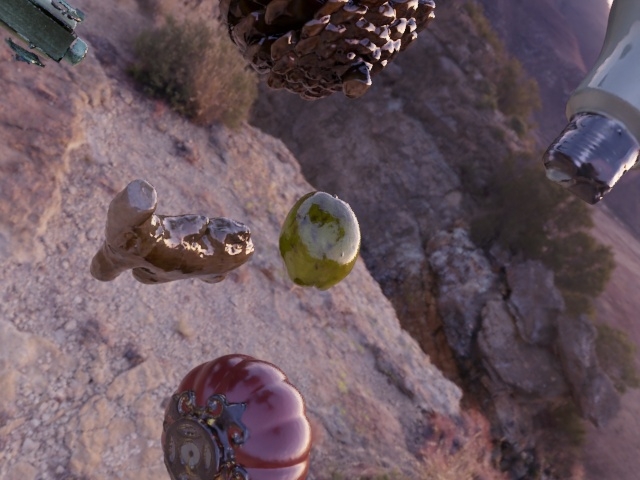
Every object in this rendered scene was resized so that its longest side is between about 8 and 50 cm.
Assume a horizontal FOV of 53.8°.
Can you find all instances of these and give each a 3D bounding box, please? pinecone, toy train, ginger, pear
[{"bbox_3d":[-0.003,-0.270,0.666,0.224,0.224,0.273,0,61,-56],"label":"pinecone"},{"bbox_3d":[-0.492,-0.393,0.963,0.307,0.126,0.189,36,17,-37],"label":"toy train"},{"bbox_3d":[-0.182,0.014,0.803,0.080,0.166,0.333,60,15,14],"label":"ginger"},{"bbox_3d":[0.000,0.000,0.820,0.107,0.131,0.107,18,-7,2],"label":"pear"}]

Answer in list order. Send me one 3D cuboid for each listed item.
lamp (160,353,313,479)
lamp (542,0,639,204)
[{"bbox_3d":[-0.113,0.272,0.882,0.227,0.227,0.227,34,27,-20],"label":"lamp"},{"bbox_3d":[0.319,-0.149,0.538,0.181,0.314,0.182,28,-5,3],"label":"lamp"}]
